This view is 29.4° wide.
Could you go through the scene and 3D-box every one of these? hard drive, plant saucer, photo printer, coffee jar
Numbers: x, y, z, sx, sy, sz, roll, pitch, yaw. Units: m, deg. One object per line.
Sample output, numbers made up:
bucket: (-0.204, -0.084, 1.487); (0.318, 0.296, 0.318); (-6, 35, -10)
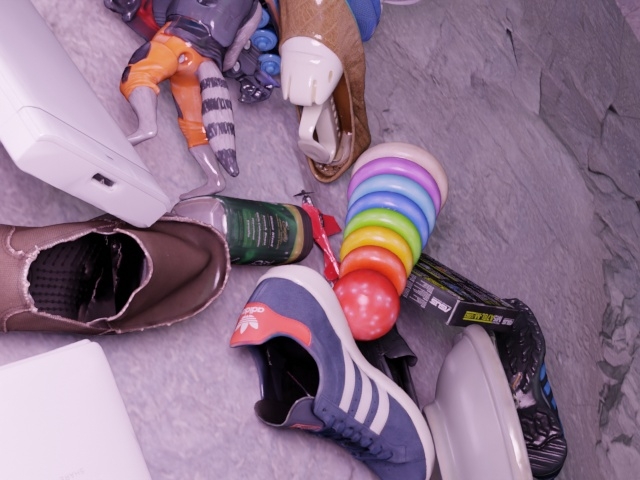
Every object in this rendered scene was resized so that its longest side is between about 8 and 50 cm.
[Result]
hard drive: (-0.292, -0.178, 1.147); (0.353, 0.047, 0.233); (52, 8, 23)
plant saucer: (0.202, 0.315, 1.609); (0.400, 0.100, 0.400); (170, -90, -90)
photo printer: (-0.247, 0.260, 1.059); (0.256, 0.107, 0.307); (-13, 82, -58)
coffee jar: (-0.091, -0.009, 1.471); (0.184, 0.096, 0.079); (4, 81, -55)

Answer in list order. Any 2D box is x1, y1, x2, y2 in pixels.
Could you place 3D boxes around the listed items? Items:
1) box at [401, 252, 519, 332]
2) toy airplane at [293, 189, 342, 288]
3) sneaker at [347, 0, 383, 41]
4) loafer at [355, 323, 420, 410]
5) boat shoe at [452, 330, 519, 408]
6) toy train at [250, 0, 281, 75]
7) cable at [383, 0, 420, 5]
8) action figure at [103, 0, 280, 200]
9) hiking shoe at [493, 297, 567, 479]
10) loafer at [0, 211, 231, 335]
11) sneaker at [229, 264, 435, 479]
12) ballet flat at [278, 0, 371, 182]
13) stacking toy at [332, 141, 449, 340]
box: (0.165, 0.067, 1.749); (0.191, 0.045, 0.184); (32, 14, 34)
toy airplane: (0.000, 0.000, 1.667); (0.151, 0.028, 0.151); (36, 42, -41)
sneaker: (-0.020, -0.362, 1.804); (0.330, 0.130, 0.147); (28, 72, -55)
loafer: (0.097, 0.161, 1.661); (0.076, 0.078, 0.223); (23, 52, -49)
boat shoe: (0.262, 0.237, 1.838); (0.070, 0.078, 0.219); (-8, 70, -13)
toy train: (-0.049, -0.298, 1.672); (0.184, 0.105, 0.080); (71, 16, -56)
cable: (0.064, -0.456, 1.859); (0.257, 0.257, 0.089); (55, 55, -75)
action figure: (-0.118, -0.216, 1.451); (0.341, 0.178, 0.330); (27, 68, -50)
hiking shoe: (0.317, 0.242, 1.943); (0.132, 0.113, 0.304); (65, 15, -60)
loafer: (-0.205, 0.042, 1.211); (0.366, 0.130, 0.134); (-8, 100, -53)
sneaker: (0.007, 0.203, 1.476); (0.350, 0.131, 0.148); (54, 46, -18)
ballet flat: (-0.002, -0.198, 1.632); (0.342, 0.116, 0.124); (80, 29, -54)
stacking toy: (0.078, 0.011, 1.610); (0.141, 0.141, 0.330); (51, 34, -24)
